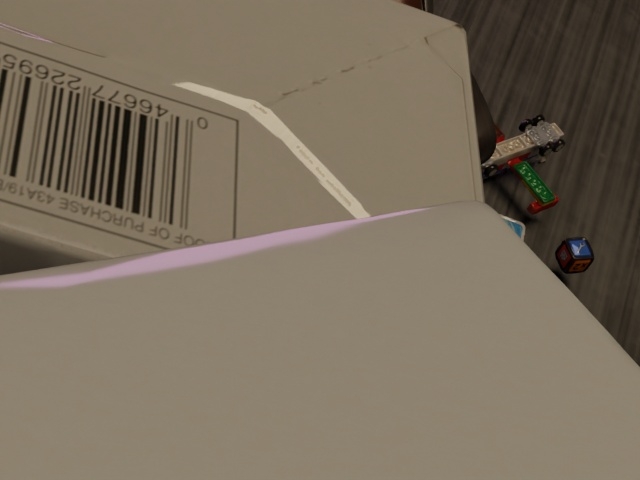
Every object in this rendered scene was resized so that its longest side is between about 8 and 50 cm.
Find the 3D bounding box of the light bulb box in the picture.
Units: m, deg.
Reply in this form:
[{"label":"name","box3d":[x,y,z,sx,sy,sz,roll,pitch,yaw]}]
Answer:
[{"label":"light bulb box","box3d":[-0.157,0.033,0.779,0.357,0.361,0.225,17,45,-18]}]

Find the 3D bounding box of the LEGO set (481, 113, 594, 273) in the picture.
[{"label":"LEGO set","box3d":[0.104,-0.050,1.281,0.244,0.060,0.182,20,49,-5]}]

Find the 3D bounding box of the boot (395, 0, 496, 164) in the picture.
[{"label":"boot","box3d":[-0.038,-0.120,1.141,0.280,0.096,0.264,-23,90,-34]}]

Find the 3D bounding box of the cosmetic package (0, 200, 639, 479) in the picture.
[{"label":"cosmetic package","box3d":[-0.035,0.250,0.517,0.329,0.394,0.327,-9,35,-21]}]
